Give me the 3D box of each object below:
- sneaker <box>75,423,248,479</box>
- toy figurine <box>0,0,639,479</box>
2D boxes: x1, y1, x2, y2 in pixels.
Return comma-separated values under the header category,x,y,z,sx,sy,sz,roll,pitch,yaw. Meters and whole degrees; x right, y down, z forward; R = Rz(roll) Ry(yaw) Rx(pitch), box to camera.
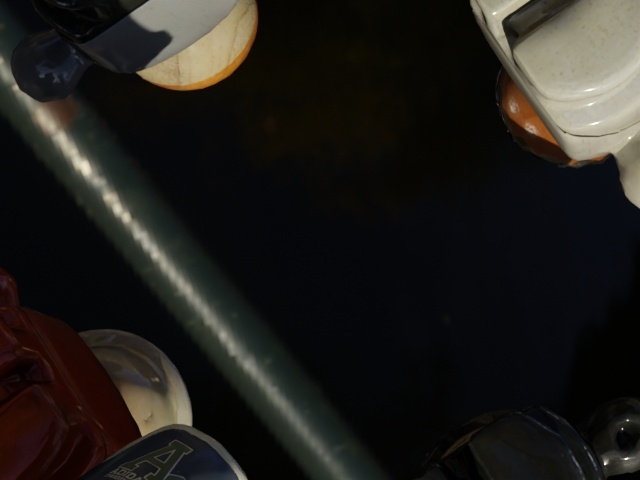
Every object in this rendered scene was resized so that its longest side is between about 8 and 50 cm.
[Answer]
category,x,y,z,sx,sy,sz,roll,pitch,yaw
sneaker,-0.039,0.110,0.424,0.086,0.064,0.192,-45,155,-21
toy figurine,0.000,0.000,0.517,0.148,0.213,0.210,40,59,-77
